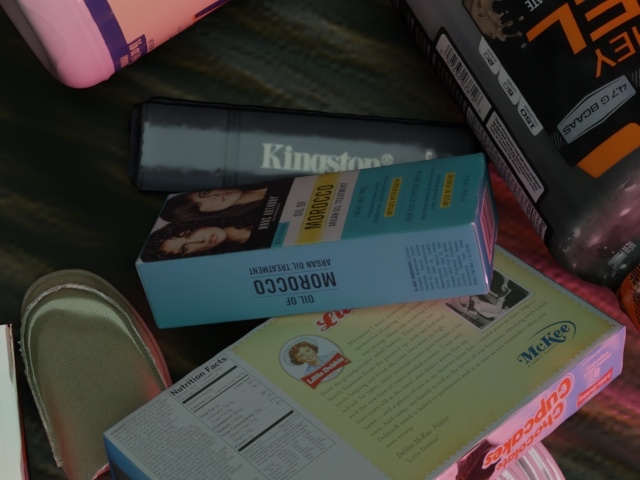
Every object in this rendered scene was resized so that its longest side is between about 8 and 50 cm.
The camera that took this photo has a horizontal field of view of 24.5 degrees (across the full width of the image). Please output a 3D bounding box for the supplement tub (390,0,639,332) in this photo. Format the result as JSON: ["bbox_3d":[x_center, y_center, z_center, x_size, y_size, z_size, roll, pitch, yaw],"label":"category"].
[{"bbox_3d":[0.205,-0.116,1.043,0.207,0.207,0.338,-28,72,-8],"label":"supplement tub"}]

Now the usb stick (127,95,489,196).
[{"bbox_3d":[-0.010,-0.063,1.132,0.278,0.045,0.077,4,83,-6],"label":"usb stick"}]

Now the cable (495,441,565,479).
[{"bbox_3d":[0.067,0.235,1.087,0.257,0.089,0.257,32,81,-1],"label":"cable"}]

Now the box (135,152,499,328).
[{"bbox_3d":[0.000,0.000,1.052,0.244,0.100,0.060,-7,121,15],"label":"box"}]

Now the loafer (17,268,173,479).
[{"bbox_3d":[-0.144,0.144,1.073,0.102,0.092,0.268,-24,86,-8],"label":"loafer"}]

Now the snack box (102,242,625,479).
[{"bbox_3d":[0.035,0.112,1.015,0.322,0.060,0.187,-34,50,-27],"label":"snack box"}]

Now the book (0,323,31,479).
[{"bbox_3d":[-0.226,0.136,1.063,0.035,0.096,0.144,-8,85,-7],"label":"book"}]

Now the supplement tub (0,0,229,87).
[{"bbox_3d":[-0.106,-0.285,1.053,0.325,0.235,0.235,-34,88,-8],"label":"supplement tub"}]
